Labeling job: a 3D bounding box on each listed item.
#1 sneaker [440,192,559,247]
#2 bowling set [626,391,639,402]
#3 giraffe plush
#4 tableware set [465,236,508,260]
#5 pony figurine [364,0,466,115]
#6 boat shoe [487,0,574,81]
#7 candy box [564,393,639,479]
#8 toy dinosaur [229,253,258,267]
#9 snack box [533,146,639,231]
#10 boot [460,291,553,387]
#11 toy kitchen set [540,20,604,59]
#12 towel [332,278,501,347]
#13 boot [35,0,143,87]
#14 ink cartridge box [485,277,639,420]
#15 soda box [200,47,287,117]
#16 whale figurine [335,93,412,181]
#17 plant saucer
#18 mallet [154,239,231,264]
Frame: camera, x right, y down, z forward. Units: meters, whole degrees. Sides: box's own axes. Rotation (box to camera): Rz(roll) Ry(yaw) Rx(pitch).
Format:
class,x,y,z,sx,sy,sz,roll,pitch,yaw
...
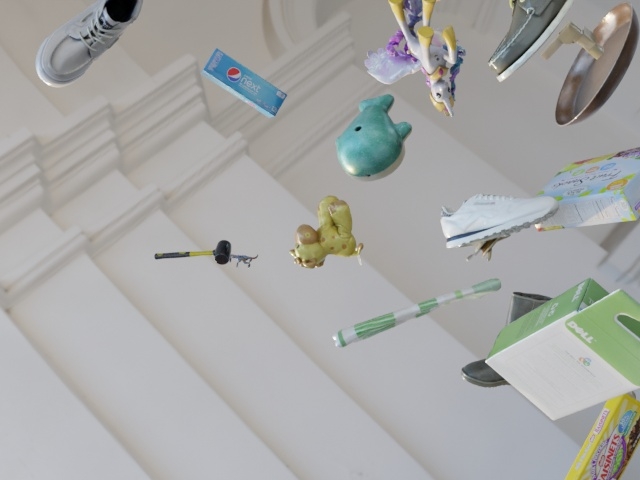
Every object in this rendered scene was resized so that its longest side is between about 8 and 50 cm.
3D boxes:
class,x,y,z,sx,sy,sz,roll,pitch,yaw
sneaker,0.336,-0.053,1.111,0.235,0.094,0.090,-19,-15,38
bowling set,1.007,0.521,1.792,0.287,0.199,0.154,-21,8,28
giraffe plush,0.000,0.000,1.563,0.171,0.210,0.181,-21,-7,-15
tableware set,0.381,0.007,1.274,0.128,0.039,0.194,-51,-14,8
pony figurine,0.313,-0.593,1.799,0.303,0.351,0.363,-29,-34,0
boat shoe,0.368,-0.405,0.948,0.305,0.091,0.109,-53,8,6
candy box,0.533,0.384,1.064,0.205,0.105,0.027,-61,20,-2
toy dinosaur,-0.277,0.066,2.005,0.090,0.082,0.047,-32,-38,-52
snack box,0.531,-0.098,1.102,0.174,0.070,0.207,-39,13,-27
boot,0.412,0.216,1.269,0.190,0.076,0.208,1,-68,-21
toy kitchen set,0.481,-0.365,1.099,0.075,0.083,0.068,-50,2,40
towel,0.190,0.150,1.171,0.325,0.038,0.248,-19,-10,4
boot,-0.451,-0.414,1.136,0.123,0.095,0.258,-10,46,46
ink cartridge box,0.292,0.113,0.627,0.062,0.109,0.209,-46,-4,-39
soda box,-0.195,-0.398,1.471,0.067,0.210,0.071,-60,20,-1
whale figurine,0.130,-0.290,1.520,0.141,0.216,0.271,47,-136,-49
plant saucer,0.674,-0.415,1.401,0.310,0.050,0.310,-157,90,-89
mallet,-0.311,0.028,1.421,0.062,0.190,0.039,-78,-14,-53
